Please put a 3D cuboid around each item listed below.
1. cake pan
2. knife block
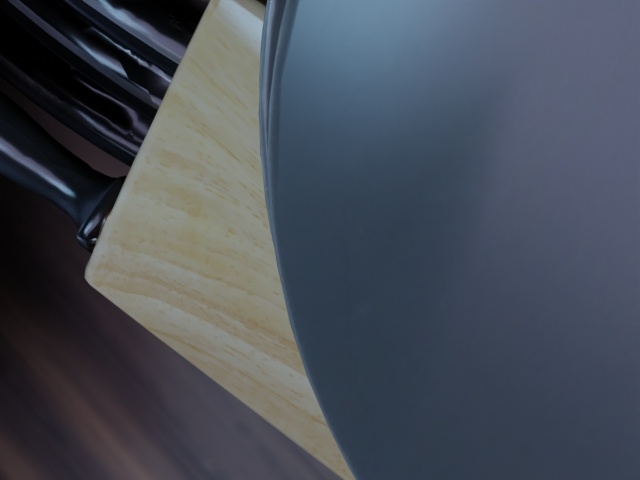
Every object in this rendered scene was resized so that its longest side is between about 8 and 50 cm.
[{"bbox_3d":[0.115,-0.010,0.308,0.293,0.054,0.293,6,107,20],"label":"cake pan"},{"bbox_3d":[0.000,0.000,0.444,0.242,0.088,0.276,-9,103,29],"label":"knife block"}]
